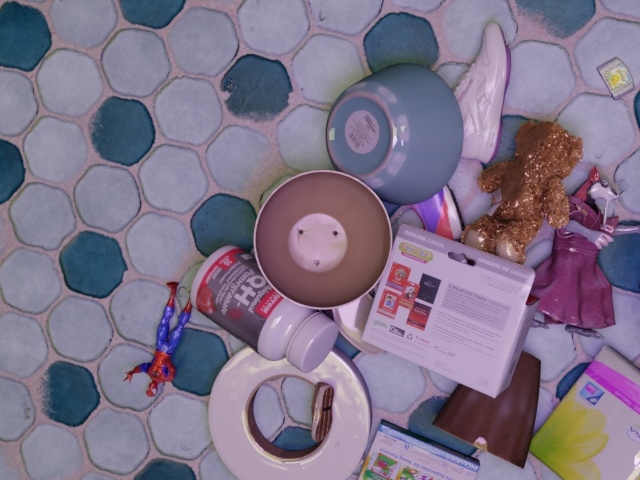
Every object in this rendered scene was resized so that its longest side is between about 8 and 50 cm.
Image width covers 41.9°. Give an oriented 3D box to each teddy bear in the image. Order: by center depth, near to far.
[{"bbox_3d":[0.426,-0.085,1.755,0.113,0.245,0.338,34,64,-31],"label":"teddy bear"}]

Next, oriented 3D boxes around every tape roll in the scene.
[{"bbox_3d":[-0.069,0.410,1.962,0.391,0.072,0.392,1,94,8],"label":"tape roll"}]

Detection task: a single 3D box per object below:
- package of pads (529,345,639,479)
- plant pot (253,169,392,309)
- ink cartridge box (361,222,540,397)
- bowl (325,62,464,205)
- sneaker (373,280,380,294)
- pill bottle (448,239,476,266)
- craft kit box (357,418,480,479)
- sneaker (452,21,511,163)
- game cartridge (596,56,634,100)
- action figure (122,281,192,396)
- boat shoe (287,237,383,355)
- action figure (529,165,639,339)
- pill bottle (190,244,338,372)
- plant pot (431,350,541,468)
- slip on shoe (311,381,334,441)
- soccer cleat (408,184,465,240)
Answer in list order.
[{"bbox_3d":[0.626,0.413,1.806,0.229,0.101,0.297,40,100,29],"label":"package of pads"},{"bbox_3d":[0.000,0.000,1.786,0.284,0.191,0.284,0,89,-4],"label":"plant pot"},{"bbox_3d":[0.279,0.133,1.737,0.309,0.130,0.272,22,102,23],"label":"ink cartridge box"},{"bbox_3d":[0.130,-0.222,1.776,0.311,0.163,0.312,8,102,40],"label":"bowl"},{"bbox_3d":[0.193,0.157,1.890,0.081,0.080,0.211,-28,92,40],"label":"sneaker"},{"bbox_3d":[0.341,0.034,1.845,0.169,0.094,0.094,-28,89,1],"label":"pill bottle"},{"bbox_3d":[0.210,0.577,1.940,0.249,0.061,0.247,22,94,7],"label":"craft kit box"},{"bbox_3d":[0.334,-0.327,1.830,0.152,0.114,0.305,8,95,7],"label":"sneaker"},{"bbox_3d":[0.650,-0.357,1.830,0.056,0.017,0.083,-30,89,6],"label":"game cartridge"},{"bbox_3d":[-0.376,0.247,1.970,0.091,0.139,0.281,18,99,8],"label":"action figure"},{"bbox_3d":[0.035,0.123,1.929,0.112,0.095,0.335,-42,91,-3],"label":"boat shoe"},{"bbox_3d":[0.555,0.018,1.818,0.275,0.248,0.370,4,83,47],"label":"action figure"},{"bbox_3d":[-0.122,0.157,1.858,0.318,0.176,0.176,31,98,24],"label":"pill bottle"},{"bbox_3d":[0.389,0.348,1.837,0.215,0.215,0.231,24,82,6],"label":"plant pot"},{"bbox_3d":[-0.002,0.388,1.896,0.041,0.051,0.135,20,108,46],"label":"slip on shoe"},{"bbox_3d":[0.225,-0.140,1.865,0.116,0.108,0.318,-19,94,9],"label":"soccer cleat"}]
